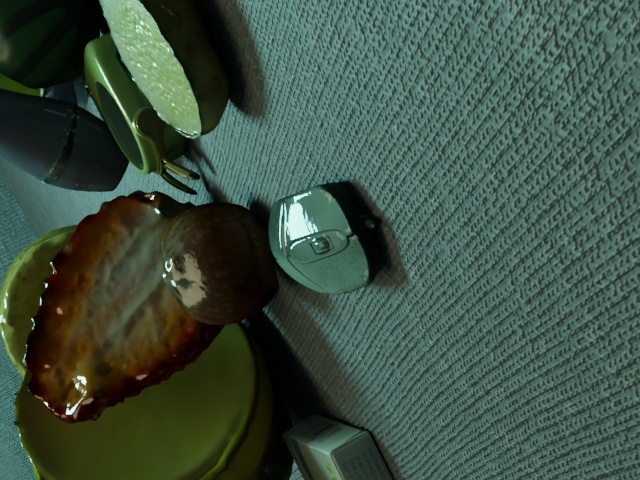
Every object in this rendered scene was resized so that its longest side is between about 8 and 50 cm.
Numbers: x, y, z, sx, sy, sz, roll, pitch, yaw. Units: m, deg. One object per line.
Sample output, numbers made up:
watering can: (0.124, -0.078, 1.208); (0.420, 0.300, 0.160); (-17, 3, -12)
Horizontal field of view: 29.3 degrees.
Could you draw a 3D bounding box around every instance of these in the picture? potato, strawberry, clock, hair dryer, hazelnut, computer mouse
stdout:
potato: (-0.158, -0.211, 1.337); (0.164, 0.081, 0.200); (23, 142, 51)
strawberry: (-0.249, 0.100, 1.663); (0.265, 0.336, 0.149); (38, 179, 25)
clock: (-0.238, -0.160, 1.652); (0.232, 0.069, 0.170); (58, 163, 7)
hair dryer: (-0.437, -0.212, 1.814); (0.301, 0.121, 0.361); (23, -159, -22)
hazelnut: (-0.125, 0.027, 1.500); (0.143, 0.143, 0.154); (130, 124, -72)
computer mouse: (-0.005, 0.003, 1.249); (0.113, 0.068, 0.229); (61, 163, -6)

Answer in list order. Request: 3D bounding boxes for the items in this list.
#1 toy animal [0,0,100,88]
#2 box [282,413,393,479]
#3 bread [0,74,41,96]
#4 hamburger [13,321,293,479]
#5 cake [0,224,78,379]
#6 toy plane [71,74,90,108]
toy animal: (-0.439, -0.368, 1.689); (0.338, 0.191, 0.216); (52, -158, -3)
box: (0.076, 0.404, 1.641); (0.343, 0.065, 0.200); (64, 162, -8)
bread: (-0.637, -0.321, 2.095); (0.308, 0.348, 0.348); (47, 159, 23)
hamburger: (-0.237, 0.276, 1.797); (0.395, 0.396, 0.277); (49, 166, 35)
cake: (-0.415, 0.125, 2.193); (0.332, 0.332, 0.321); (63, 168, -7)
toy plane: (-0.406, -0.248, 1.995); (0.171, 0.066, 0.162); (37, 150, 52)
